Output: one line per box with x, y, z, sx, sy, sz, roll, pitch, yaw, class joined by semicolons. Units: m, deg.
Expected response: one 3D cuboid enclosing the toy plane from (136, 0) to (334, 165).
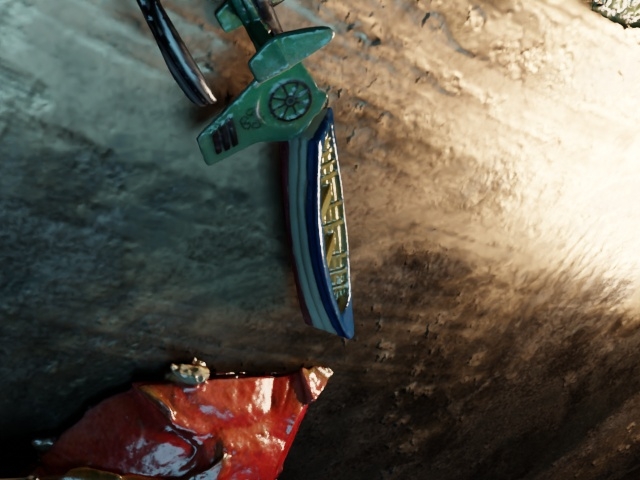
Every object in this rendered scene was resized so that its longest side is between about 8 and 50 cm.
-0.076;-0.209;0.394;0.155;0.106;0.381;-28;131;0;toy plane

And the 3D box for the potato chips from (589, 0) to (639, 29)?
0.313;-0.283;0.594;0.202;0.029;0.220;-18;131;-17;potato chips

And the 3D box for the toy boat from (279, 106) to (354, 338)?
0.000;0.000;0.601;0.046;0.080;0.229;3;131;11;toy boat

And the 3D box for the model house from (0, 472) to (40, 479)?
-0.306;0.304;0.558;0.207;0.136;0.219;5;118;-9;model house

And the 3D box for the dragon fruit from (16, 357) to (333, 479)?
-0.149;0.266;0.686;0.282;0.100;0.343;10;116;-28;dragon fruit
